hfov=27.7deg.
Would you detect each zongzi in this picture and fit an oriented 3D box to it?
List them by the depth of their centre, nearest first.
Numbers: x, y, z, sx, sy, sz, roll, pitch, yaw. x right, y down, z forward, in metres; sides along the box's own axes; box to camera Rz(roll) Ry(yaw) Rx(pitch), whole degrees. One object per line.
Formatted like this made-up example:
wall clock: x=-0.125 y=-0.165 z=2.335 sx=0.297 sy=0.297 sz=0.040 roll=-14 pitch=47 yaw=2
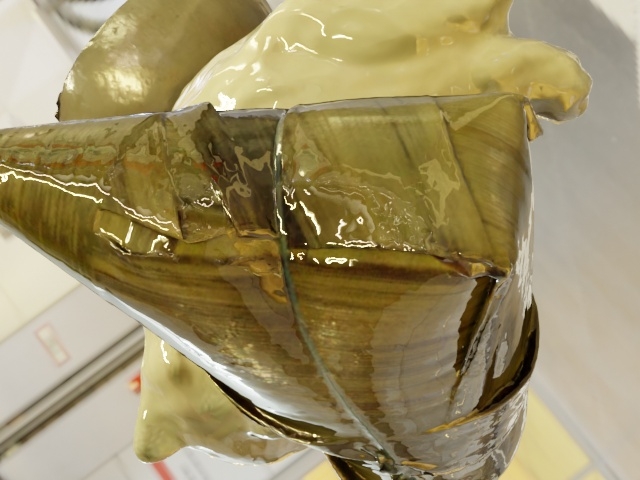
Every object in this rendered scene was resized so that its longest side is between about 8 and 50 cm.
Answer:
zongzi: x=-0.029 y=0.034 z=0.548 sx=0.221 sy=0.242 sz=0.112 roll=79 pitch=-165 yaw=-49

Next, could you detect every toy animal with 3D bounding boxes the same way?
toy animal: x=0.000 y=0.000 z=0.730 sx=0.308 sy=0.188 sz=0.266 roll=-8 pitch=116 yaw=35

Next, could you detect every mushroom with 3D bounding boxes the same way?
mushroom: x=-0.105 y=-0.121 z=0.993 sx=0.117 sy=0.188 sz=0.141 roll=44 pitch=175 yaw=40
